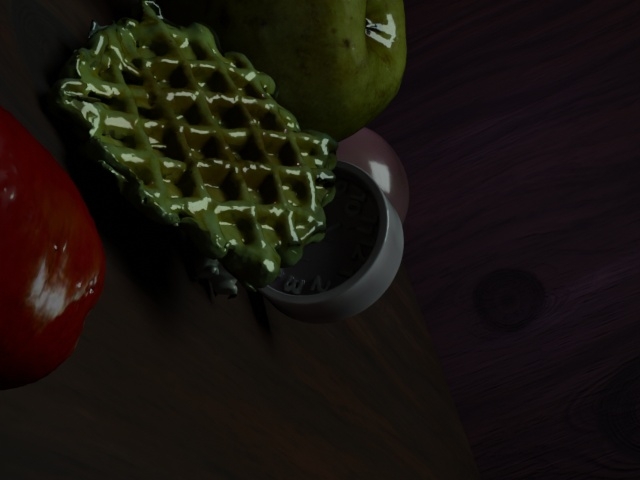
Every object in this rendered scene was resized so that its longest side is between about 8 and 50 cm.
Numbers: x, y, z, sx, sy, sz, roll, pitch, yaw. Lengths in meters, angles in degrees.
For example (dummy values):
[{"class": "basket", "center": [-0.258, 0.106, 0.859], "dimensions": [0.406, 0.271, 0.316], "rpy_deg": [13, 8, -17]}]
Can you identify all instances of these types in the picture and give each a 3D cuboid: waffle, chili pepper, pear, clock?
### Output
[{"class": "waffle", "center": [-0.113, -0.097, 1.008], "dimensions": [0.297, 0.073, 0.317], "rpy_deg": [38, 34, -11]}, {"class": "chili pepper", "center": [-0.177, 0.009, 0.523], "dimensions": [0.338, 0.131, 0.134], "rpy_deg": [54, 26, -61]}, {"class": "pear", "center": [-0.055, -0.244, 1.266], "dimensions": [0.304, 0.304, 0.303], "rpy_deg": [-23, 90, -80]}, {"class": "clock", "center": [0.000, 0.000, 1.299], "dimensions": [0.068, 0.197, 0.196], "rpy_deg": [51, 19, -58]}]

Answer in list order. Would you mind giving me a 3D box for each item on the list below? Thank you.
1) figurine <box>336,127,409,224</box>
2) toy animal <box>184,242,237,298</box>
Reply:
[{"class": "figurine", "center": [0.020, -0.068, 1.525], "dimensions": [0.261, 0.211, 0.269], "rpy_deg": [38, 31, -71]}, {"class": "toy animal", "center": [-0.076, 0.001, 1.106], "dimensions": [0.071, 0.124, 0.085], "rpy_deg": [53, 13, -37]}]
